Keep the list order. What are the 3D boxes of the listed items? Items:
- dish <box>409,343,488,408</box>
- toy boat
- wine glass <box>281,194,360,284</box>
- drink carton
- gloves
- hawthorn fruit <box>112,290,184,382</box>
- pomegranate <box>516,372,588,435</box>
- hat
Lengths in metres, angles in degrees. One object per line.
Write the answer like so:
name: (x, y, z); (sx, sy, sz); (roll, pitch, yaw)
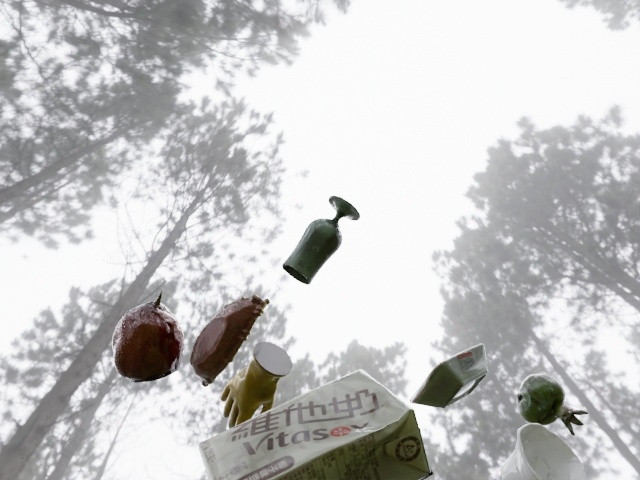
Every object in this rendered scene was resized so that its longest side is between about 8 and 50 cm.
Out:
dish: (0.311, 0.339, 1.288); (0.234, 0.064, 0.154); (-8, -45, -43)
toy boat: (-0.246, 0.252, 1.366); (0.099, 0.141, 0.318); (13, -58, -47)
wine glass: (0.000, 0.000, 1.411); (0.103, 0.103, 0.231); (42, -109, -14)
drink carton: (-0.019, 0.346, 0.864); (0.325, 0.194, 0.132); (-19, -76, -19)
gloves: (-0.200, 0.429, 1.537); (0.116, 0.133, 0.294); (11, -58, -39)
hawthorn fruit: (-0.451, 0.256, 1.442); (0.190, 0.189, 0.251); (12, -75, -6)
pomegranate: (0.675, 0.488, 1.604); (0.131, 0.191, 0.152); (-20, -52, -33)
hat: (0.494, 0.532, 1.245); (0.203, 0.203, 0.126); (29, -61, -11)
